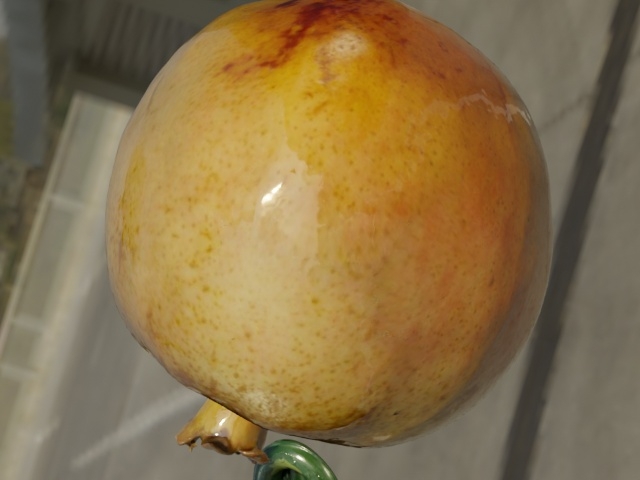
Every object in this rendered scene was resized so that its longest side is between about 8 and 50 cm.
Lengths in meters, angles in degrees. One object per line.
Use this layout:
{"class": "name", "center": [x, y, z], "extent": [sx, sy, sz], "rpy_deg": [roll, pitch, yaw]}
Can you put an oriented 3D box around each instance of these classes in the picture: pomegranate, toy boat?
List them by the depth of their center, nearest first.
{"class": "pomegranate", "center": [0.000, 0.000, 1.215], "extent": [0.319, 0.319, 0.319], "rpy_deg": [-163, 90, -82]}
{"class": "toy boat", "center": [-0.013, 0.280, 1.742], "extent": [0.052, 0.104, 0.210], "rpy_deg": [-29, -64, -55]}
